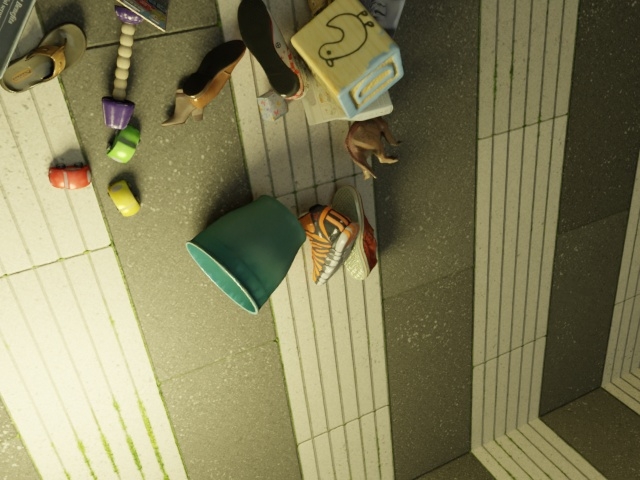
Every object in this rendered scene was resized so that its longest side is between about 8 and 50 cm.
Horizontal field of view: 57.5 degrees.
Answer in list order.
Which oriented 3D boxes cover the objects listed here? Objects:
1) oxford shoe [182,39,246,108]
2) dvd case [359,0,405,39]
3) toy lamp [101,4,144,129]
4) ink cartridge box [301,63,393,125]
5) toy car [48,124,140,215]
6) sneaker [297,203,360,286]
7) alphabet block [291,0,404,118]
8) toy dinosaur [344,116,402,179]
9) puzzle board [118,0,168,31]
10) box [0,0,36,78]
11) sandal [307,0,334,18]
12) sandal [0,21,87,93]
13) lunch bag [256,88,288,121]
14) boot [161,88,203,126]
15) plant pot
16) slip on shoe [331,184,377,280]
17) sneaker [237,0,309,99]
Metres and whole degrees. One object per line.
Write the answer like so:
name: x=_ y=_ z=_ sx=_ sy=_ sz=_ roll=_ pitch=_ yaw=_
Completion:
oxford shoe: x=-0.260 y=-0.419 z=1.467 sx=0.212 sy=0.076 sz=0.076 roll=-50 pitch=157 yaw=-14
dvd case: x=0.136 y=-0.625 z=1.550 sx=0.165 sy=0.018 sz=0.221 roll=18 pitch=106 yaw=2
toy lamp: x=-0.462 y=-0.399 z=1.368 sx=0.080 sy=0.080 sz=0.274 roll=6 pitch=111 yaw=-29
ink cartridge box: x=0.060 y=-0.412 z=1.590 sx=0.232 sy=0.066 sz=0.189 roll=-16 pitch=77 yaw=0
toy car: x=-0.521 y=-0.185 z=1.456 sx=0.239 sy=0.053 sz=0.225 roll=27 pitch=100 yaw=-34
sneaker: x=0.000 y=0.000 z=1.782 sx=0.124 sy=0.180 sz=0.321 roll=-43 pitch=165 yaw=-38
alphabet block: x=0.072 y=-0.456 z=1.458 sx=0.192 sy=0.197 sz=0.193 roll=-39 pitch=168 yaw=4
toy dinosaur: x=0.121 y=-0.302 z=1.641 sx=0.200 sy=0.127 sz=0.295 roll=42 pitch=50 yaw=-33
puzzle board: x=-0.404 y=-0.536 z=1.322 sx=0.128 sy=0.096 sz=0.011 roll=27 pitch=126 yaw=-34
box: x=-0.735 y=-0.496 z=1.047 sx=0.396 sy=0.293 sz=0.212 roll=24 pitch=102 yaw=-34
sandal: x=0.002 y=-0.632 z=1.505 sx=0.079 sy=0.088 sz=0.240 roll=16 pitch=120 yaw=3
sandal: x=-0.615 y=-0.400 z=1.298 sx=0.219 sy=0.060 sz=0.090 roll=-34 pitch=125 yaw=-9
lunch bag: x=-0.124 y=-0.367 z=1.572 sx=0.083 sy=0.053 sz=0.071 roll=-42 pitch=129 yaw=-35
boot: x=-0.352 y=-0.340 z=1.480 sx=0.119 sy=0.042 sz=0.086 roll=-17 pitch=114 yaw=-21
plant pot: x=-0.185 y=0.021 z=1.619 sx=0.255 sy=0.272 sz=0.271 roll=-45 pitch=127 yaw=-19
slip on shoe: x=0.114 y=-0.031 z=1.834 sx=0.101 sy=0.123 sz=0.331 roll=-39 pitch=128 yaw=-35
sneaker: x=-0.117 y=-0.485 z=1.501 sx=0.090 sy=0.145 sz=0.270 roll=-26 pitch=90 yaw=17
